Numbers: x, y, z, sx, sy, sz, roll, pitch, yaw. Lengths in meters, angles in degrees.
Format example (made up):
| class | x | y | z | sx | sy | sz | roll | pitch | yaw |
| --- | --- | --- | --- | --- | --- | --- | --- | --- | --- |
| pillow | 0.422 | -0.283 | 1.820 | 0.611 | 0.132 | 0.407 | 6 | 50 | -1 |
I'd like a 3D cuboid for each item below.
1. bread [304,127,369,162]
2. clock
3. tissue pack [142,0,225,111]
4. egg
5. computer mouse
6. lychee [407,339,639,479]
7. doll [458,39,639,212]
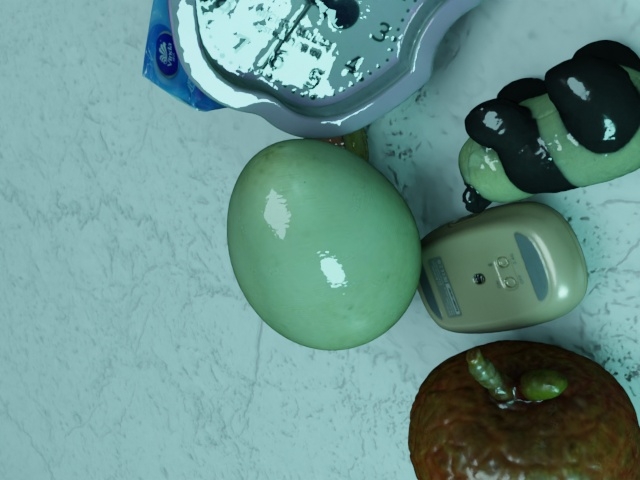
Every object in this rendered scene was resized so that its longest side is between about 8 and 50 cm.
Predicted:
| class | x | y | z | sx | sy | sz | roll | pitch | yaw |
| --- | --- | --- | --- | --- | --- | --- | --- | --- | --- |
| bread | 0.010 | -0.096 | 1.065 | 0.192 | 0.067 | 0.119 | -45 | 74 | 38 |
| clock | -0.004 | -0.281 | 0.843 | 0.102 | 0.339 | 0.338 | -113 | 34 | -54 |
| tissue pack | -0.098 | -0.312 | 0.989 | 0.146 | 0.198 | 0.263 | 33 | 124 | 28 |
| egg | 0.000 | 0.000 | 0.922 | 0.219 | 0.218 | 0.295 | 14 | 150 | 35 |
| computer mouse | 0.208 | 0.034 | 0.939 | 0.237 | 0.082 | 0.145 | -24 | 88 | 53 |
| lychee | 0.224 | 0.219 | 0.896 | 0.255 | 0.255 | 0.299 | 10 | 125 | 36 |
| doll | 0.239 | -0.112 | 0.831 | 0.234 | 0.144 | 0.135 | -19 | 99 | 41 |
